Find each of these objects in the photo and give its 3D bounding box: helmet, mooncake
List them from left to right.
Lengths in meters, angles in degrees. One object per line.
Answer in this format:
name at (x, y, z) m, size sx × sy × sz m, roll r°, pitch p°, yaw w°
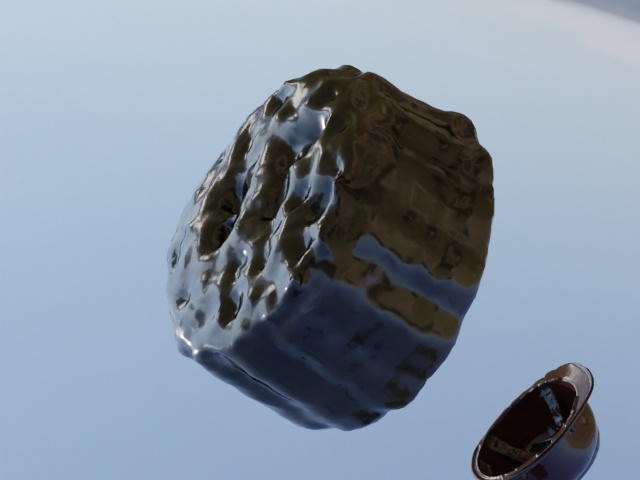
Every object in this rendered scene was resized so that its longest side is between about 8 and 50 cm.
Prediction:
mooncake at (0.000, 0.000, 1.086) m, size 0.124 × 0.228 × 0.228 m, roll 26°, pitch -173°, yaw -27°
helmet at (0.165, 0.145, 1.205) m, size 0.057 × 0.111 × 0.089 m, roll 44°, pitch -174°, yaw -17°
